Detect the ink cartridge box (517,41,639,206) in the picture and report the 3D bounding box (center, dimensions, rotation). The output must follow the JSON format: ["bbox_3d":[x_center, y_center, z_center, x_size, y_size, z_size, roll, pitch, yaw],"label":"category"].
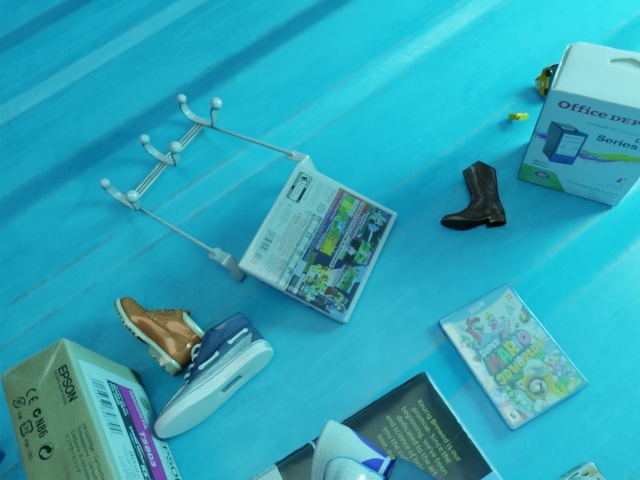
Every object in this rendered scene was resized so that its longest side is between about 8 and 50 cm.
[{"bbox_3d":[0.387,-0.155,0.651,0.154,0.212,0.093,21,69,19],"label":"ink cartridge box"}]

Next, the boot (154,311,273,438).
[{"bbox_3d":[-0.165,0.190,0.664,0.190,0.069,0.086,-36,56,-18],"label":"boot"}]

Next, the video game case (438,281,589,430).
[{"bbox_3d":[0.259,0.153,0.630,0.119,0.015,0.166,-29,62,-5],"label":"video game case"}]

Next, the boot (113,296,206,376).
[{"bbox_3d":[-0.247,0.127,0.712,0.158,0.059,0.084,38,72,15],"label":"boot"}]

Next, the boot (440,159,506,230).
[{"bbox_3d":[0.236,-0.075,0.736,0.107,0.037,0.114,0,66,-5],"label":"boot"}]

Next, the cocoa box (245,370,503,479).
[{"bbox_3d":[0.104,0.347,0.436,0.228,0.231,0.347,-30,62,-8],"label":"cocoa box"}]

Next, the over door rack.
[{"bbox_3d":[-0.201,-0.117,0.795,0.324,0.108,0.239,29,73,21],"label":"over door rack"}]

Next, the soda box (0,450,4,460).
[{"bbox_3d":[-0.542,0.381,0.627,0.071,0.067,0.210,17,68,17],"label":"soda box"}]

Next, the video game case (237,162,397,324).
[{"bbox_3d":[0.000,0.000,0.717,0.183,0.023,0.201,28,70,0],"label":"video game case"}]

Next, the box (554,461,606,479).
[{"bbox_3d":[0.320,0.369,0.499,0.114,0.036,0.207,-29,62,-5],"label":"box"}]

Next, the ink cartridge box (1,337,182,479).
[{"bbox_3d":[-0.266,0.259,0.568,0.088,0.193,0.234,-33,63,-9],"label":"ink cartridge box"}]

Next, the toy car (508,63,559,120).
[{"bbox_3d":[0.367,-0.259,0.798,0.122,0.060,0.040,-34,31,-15],"label":"toy car"}]

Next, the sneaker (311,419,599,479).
[{"bbox_3d":[0.108,0.193,0.311,0.323,0.130,0.236,-38,68,-9],"label":"sneaker"}]
